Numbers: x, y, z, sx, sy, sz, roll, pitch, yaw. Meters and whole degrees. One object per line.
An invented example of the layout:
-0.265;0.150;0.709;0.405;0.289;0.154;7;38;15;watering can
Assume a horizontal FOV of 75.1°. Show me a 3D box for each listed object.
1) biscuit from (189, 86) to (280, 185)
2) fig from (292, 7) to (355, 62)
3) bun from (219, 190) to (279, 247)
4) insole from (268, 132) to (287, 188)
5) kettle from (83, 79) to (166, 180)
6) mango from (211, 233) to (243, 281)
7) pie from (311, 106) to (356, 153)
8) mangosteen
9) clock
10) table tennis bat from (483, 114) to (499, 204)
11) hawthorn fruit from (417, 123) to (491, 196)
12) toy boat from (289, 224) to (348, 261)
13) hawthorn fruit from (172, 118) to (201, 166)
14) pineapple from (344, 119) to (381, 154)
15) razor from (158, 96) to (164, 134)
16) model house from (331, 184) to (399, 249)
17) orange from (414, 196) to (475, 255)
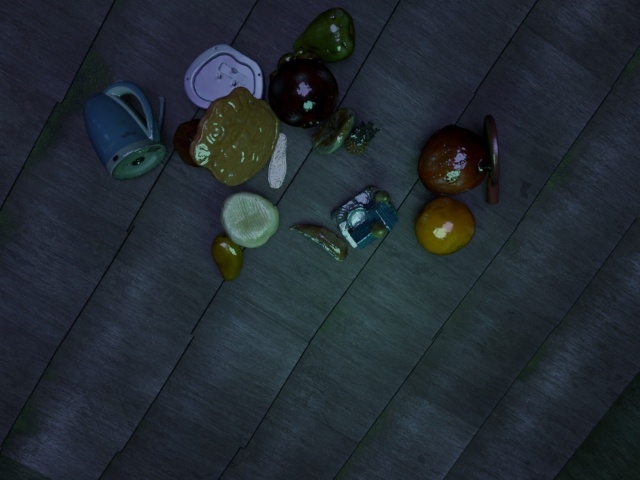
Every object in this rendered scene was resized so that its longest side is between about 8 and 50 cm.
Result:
-0.331;-0.418;1.712;0.062;0.365;0.385;30;87;38;biscuit
0.002;-0.841;1.732;0.275;0.206;0.205;1;100;21;fig
-0.312;-0.088;1.843;0.260;0.160;0.258;1;85;-10;bun
-0.190;-0.358;1.872;0.081;0.011;0.247;5;99;-2;insole
-0.810;-0.476;1.715;0.320;0.247;0.342;-34;88;16;kettle
-0.421;0.077;1.895;0.137;0.099;0.227;-10;108;-5;mango
0.056;-0.464;1.763;0.054;0.240;0.240;33;97;-34;pie
-0.072;-0.613;1.702;0.312;0.311;0.310;0;99;-2;mangosteen
-0.400;-0.647;1.772;0.339;0.102;0.338;0;100;-2;clock
0.742;-0.340;1.802;0.051;0.268;0.414;-7;126;16;table tennis bat
0.562;-0.341;1.772;0.317;0.316;0.315;0;99;-2;hawthorn fruit
0.002;-0.009;1.897;0.293;0.108;0.099;31;129;-1;toy boat
-0.509;-0.407;1.734;0.208;0.248;0.207;0;96;-4;hawthorn fruit
0.167;-0.437;1.751;0.125;0.251;0.125;0;88;-9;pineapple
-0.701;-0.528;1.814;0.068;0.037;0.191;18;98;31;razor
0.207;-0.093;1.773;0.267;0.325;0.194;-36;101;4;model house
0.542;-0.057;1.825;0.262;0.261;0.260;0;99;-2;orange
